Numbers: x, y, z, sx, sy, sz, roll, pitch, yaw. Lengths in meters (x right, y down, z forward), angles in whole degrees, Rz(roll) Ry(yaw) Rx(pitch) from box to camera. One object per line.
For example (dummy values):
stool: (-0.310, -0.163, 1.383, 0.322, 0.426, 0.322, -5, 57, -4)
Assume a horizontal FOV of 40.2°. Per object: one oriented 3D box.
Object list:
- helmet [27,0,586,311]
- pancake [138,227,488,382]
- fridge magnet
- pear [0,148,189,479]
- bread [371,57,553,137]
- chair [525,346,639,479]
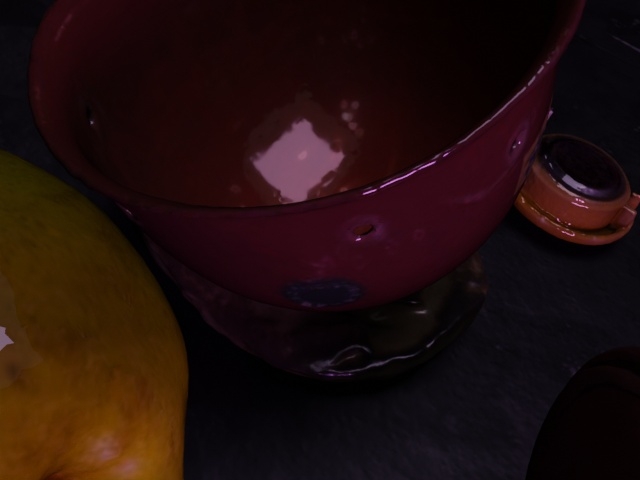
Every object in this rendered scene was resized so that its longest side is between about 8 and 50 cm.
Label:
helmet: (0.012, -0.095, 0.612, 0.337, 0.230, 0.385, 2, 50, 18)
pancake: (0.000, 0.000, 0.727, 0.294, 0.050, 0.294, 9, 41, -8)
fridge magnet: (0.247, -0.054, 0.865, 0.143, 0.063, 0.143, 12, 46, -12)
pear: (-0.204, 0.068, 0.433, 0.252, 0.253, 0.307, -19, 31, -35)
bread: (0.089, -0.132, 0.817, 0.209, 0.110, 0.192, 36, 16, 26)
chair: (0.276, 0.193, 0.500, 0.400, 0.227, 0.227, 12, 42, -8)
